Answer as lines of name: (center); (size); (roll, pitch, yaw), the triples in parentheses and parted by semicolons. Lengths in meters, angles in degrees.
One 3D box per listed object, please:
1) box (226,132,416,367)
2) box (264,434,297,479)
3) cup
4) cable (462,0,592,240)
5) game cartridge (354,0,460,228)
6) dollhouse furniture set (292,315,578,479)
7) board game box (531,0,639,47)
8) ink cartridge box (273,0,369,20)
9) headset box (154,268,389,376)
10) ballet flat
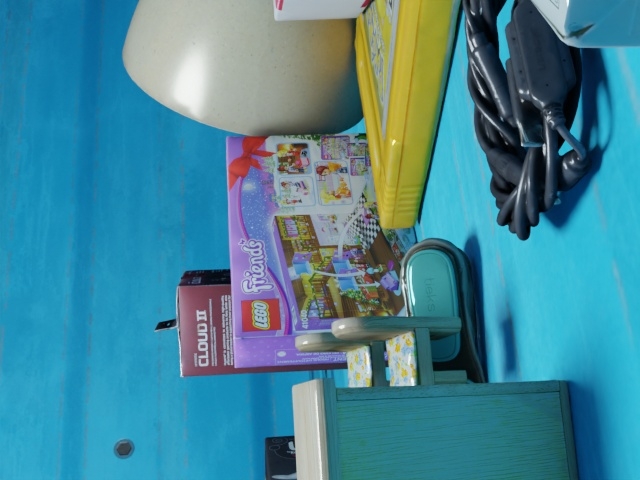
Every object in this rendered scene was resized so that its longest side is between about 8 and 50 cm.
box: (0.000, 0.000, 1.074); (0.057, 0.201, 0.293); (94, 172, -49)
box: (0.014, 0.368, 1.271); (0.270, 0.165, 0.143); (-111, 20, -76)
cup: (-0.067, -0.312, 1.237); (0.331, 0.331, 0.237); (-99, 22, -53)
cable: (0.122, -0.096, 0.596); (0.150, 0.047, 0.184); (87, 176, -62)
game cartridge: (0.074, -0.219, 0.987); (0.324, 0.052, 0.285); (96, 170, -51)
dollhouse furniture set: (0.031, 0.155, 0.651); (0.242, 0.161, 0.212); (147, 122, -64)
board game box: (0.106, -0.237, 0.385); (0.303, 0.097, 0.224); (-102, 12, -55)
ink cartridge box: (-0.004, -0.354, 0.990); (0.172, 0.100, 0.237); (-133, 40, -84)
headset box: (-0.055, 0.092, 1.204); (0.218, 0.293, 0.110); (-155, 63, -83)
ballet flat: (0.105, 0.104, 0.800); (0.068, 0.072, 0.213); (8, -101, -67)
